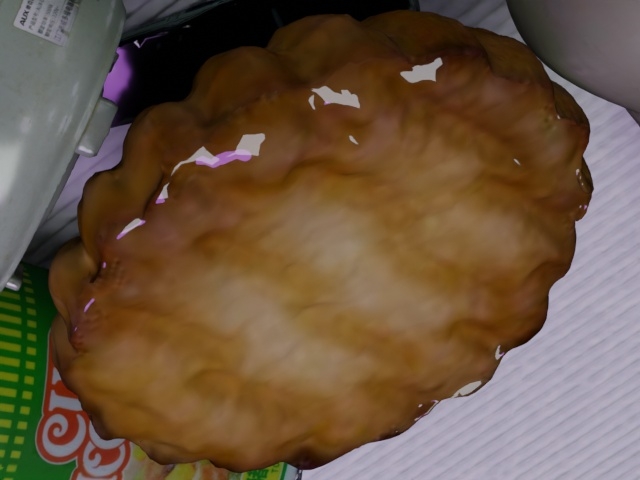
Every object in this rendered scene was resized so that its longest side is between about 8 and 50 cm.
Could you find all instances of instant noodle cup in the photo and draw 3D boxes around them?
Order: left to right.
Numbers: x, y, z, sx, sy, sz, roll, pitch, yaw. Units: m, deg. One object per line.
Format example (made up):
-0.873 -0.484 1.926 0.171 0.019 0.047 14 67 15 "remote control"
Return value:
-0.141 0.111 1.153 0.233 0.207 0.207 10 123 -25 "instant noodle cup"

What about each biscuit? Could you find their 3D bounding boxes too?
0.000 0.000 1.009 0.326 0.107 0.325 -16 137 -16 "biscuit"

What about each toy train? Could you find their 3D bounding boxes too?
-0.066 -0.120 1.080 0.252 0.048 0.055 -18 115 10 "toy train"

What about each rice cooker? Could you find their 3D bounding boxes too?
-0.237 -0.091 0.955 0.244 0.226 0.226 27 117 -11 "rice cooker"

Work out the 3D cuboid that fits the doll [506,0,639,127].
0.259 -0.111 1.034 0.226 0.215 0.370 -42 117 -8 "doll"
